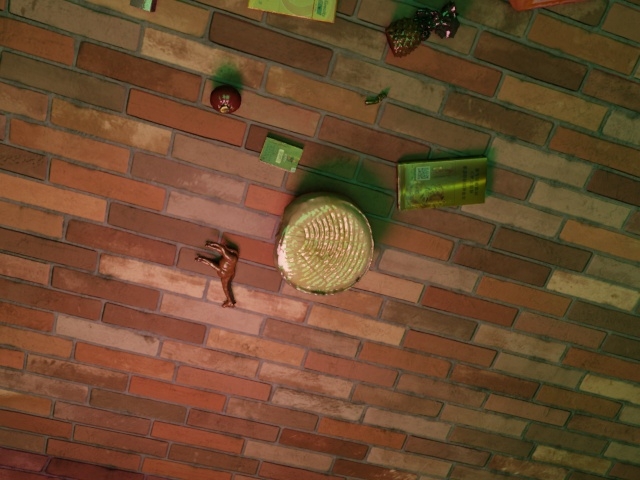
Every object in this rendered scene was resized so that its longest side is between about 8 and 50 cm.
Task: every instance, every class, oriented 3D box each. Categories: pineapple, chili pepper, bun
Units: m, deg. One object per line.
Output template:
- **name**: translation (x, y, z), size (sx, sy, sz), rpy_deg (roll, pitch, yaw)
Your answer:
- **pineapple**: translation (0.319, -0.656, 1.699), size (0.237, 0.119, 0.111), rpy_deg (-25, 67, 3)
- **chili pepper**: translation (0.185, -0.463, 1.812), size (0.083, 0.022, 0.027), rpy_deg (-21, 114, 10)
- **bun**: translation (0.002, 0.001, 1.900), size (0.363, 0.202, 0.365), rpy_deg (-3, 109, -8)

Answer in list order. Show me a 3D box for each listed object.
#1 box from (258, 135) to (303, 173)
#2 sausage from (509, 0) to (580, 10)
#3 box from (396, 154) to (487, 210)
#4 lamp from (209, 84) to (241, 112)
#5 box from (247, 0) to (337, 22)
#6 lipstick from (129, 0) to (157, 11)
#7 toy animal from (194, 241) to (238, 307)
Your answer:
- **box**: translation (-0.135, -0.291, 1.867), size (0.133, 0.023, 0.090), rpy_deg (18, 112, -10)
- **sausage**: translation (0.709, -0.804, 1.586), size (0.286, 0.233, 0.233), rpy_deg (-10, 113, 1)
- **box**: translation (0.421, -0.201, 1.921), size (0.310, 0.043, 0.173), rpy_deg (-5, 113, -1)
- **lamp**: translation (-0.303, -0.450, 1.757), size (0.101, 0.090, 0.101), rpy_deg (-2, 154, -1)
- **box**: translation (-0.078, -0.759, 1.662), size (0.268, 0.043, 0.153), rpy_deg (8, 112, -6)
- **lipstick**: translation (-0.490, -0.836, 1.597), size (0.068, 0.066, 0.318), rpy_deg (15, 111, -9)
- **toy animal**: translation (-0.358, 0.127, 2.008), size (0.229, 0.066, 0.224), rpy_deg (35, 107, -21)
